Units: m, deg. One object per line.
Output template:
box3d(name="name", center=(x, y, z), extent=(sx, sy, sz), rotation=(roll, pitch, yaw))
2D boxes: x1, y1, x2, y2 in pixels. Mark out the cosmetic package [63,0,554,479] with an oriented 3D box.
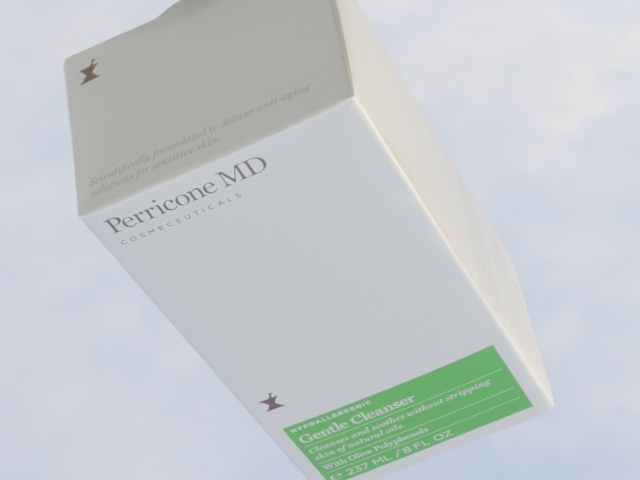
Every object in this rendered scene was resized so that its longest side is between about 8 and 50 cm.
box3d(name="cosmetic package", center=(0.000, 0.000, 1.252), extent=(0.197, 0.365, 0.155), rotation=(-24, -132, 14))
